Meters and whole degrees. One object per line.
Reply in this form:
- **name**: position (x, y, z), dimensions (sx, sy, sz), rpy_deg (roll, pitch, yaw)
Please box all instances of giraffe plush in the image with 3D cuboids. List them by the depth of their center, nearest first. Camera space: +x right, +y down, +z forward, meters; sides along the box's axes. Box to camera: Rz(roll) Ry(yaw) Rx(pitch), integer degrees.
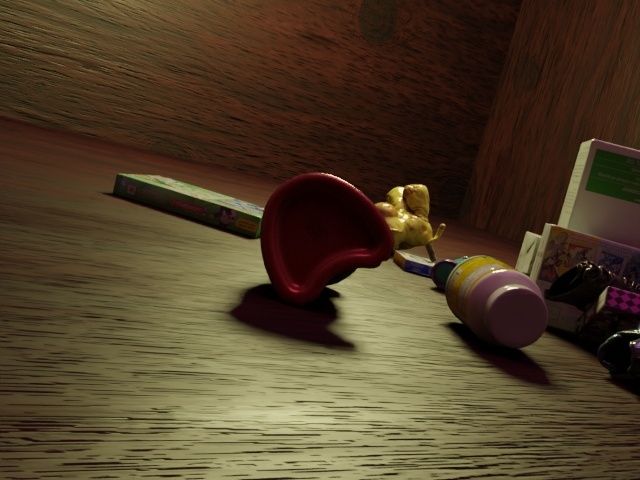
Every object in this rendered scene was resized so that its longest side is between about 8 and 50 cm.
- **giraffe plush**: position (0.177, -0.033, 2.243), dimensions (0.170, 0.181, 0.210), rpy_deg (-3, 52, -41)

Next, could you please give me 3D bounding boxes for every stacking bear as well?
- **stacking bear**: position (0.000, 0.000, 1.377), dimensions (0.175, 0.164, 0.289), rpy_deg (-28, -6, -1)

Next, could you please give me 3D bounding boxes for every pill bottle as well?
- **pill bottle**: position (0.266, 0.094, 1.385), dimensions (0.117, 0.118, 0.208), rpy_deg (15, 6, -7)

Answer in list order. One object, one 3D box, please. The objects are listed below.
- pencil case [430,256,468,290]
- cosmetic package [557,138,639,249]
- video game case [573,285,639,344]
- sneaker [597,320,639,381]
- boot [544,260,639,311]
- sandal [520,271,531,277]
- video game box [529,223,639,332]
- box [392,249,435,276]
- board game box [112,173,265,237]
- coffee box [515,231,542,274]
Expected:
- **pencil case**: position (0.274, 0.067, 1.867), dimensions (0.070, 0.065, 0.151), rpy_deg (-9, -3, 22)
- **cosmetic package**: position (0.579, -0.002, 1.861), dimensions (0.196, 0.366, 0.155), rpy_deg (14, 5, 6)
- **video game case**: position (0.572, 0.156, 1.574), dimensions (0.232, 0.042, 0.210), rpy_deg (17, -20, 6)
- **sneaker**: position (0.477, 0.160, 1.387), dimensions (0.125, 0.104, 0.262), rpy_deg (3, -4, 3)
- **boot**: position (0.548, 0.095, 1.613), dimensions (0.229, 0.091, 0.263), rpy_deg (24, -31, -15)
- **sandal**: position (0.406, 0.114, 1.865), dimensions (0.090, 0.060, 0.219), rpy_deg (10, 21, 1)
- **video game box**: position (0.497, 0.082, 1.740), dimensions (0.205, 0.187, 0.048), rpy_deg (15, 6, -9)
- **box**: position (0.211, 0.053, 2.013), dimensions (0.081, 0.028, 0.136), rpy_deg (15, 5, -9)
- **board game box**: position (-0.243, -0.075, 1.923), dimensions (0.317, 0.046, 0.213), rpy_deg (17, 7, 13)
- **coffee box**: position (0.603, 0.081, 2.219), dimensions (0.246, 0.141, 0.098), rpy_deg (14, 6, -8)
